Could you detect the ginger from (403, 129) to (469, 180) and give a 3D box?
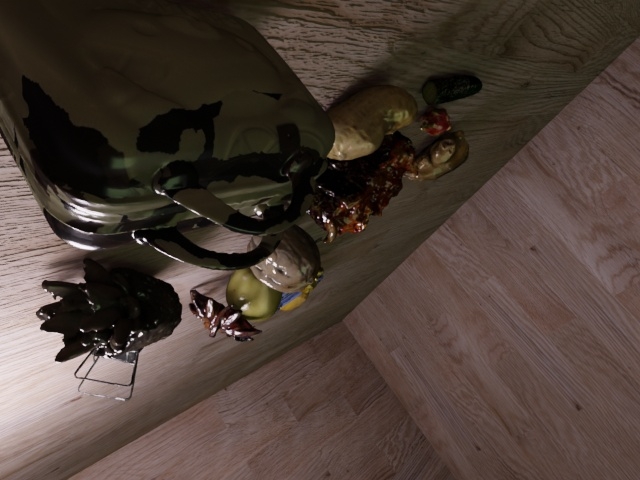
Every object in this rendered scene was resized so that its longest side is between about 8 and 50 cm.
[{"bbox_3d":[0.418,-0.287,1.555,0.270,0.123,0.219,-33,165,-11],"label":"ginger"}]

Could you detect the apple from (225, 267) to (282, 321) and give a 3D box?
[{"bbox_3d":[-0.215,0.169,1.397,0.200,0.200,0.200,-33,163,-12],"label":"apple"}]

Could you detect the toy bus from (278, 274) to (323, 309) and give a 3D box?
[{"bbox_3d":[-0.136,0.166,1.646,0.292,0.126,0.133,-34,163,-4],"label":"toy bus"}]

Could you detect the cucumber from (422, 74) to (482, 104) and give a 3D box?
[{"bbox_3d":[0.393,-0.436,1.225,0.293,0.068,0.068,-24,159,-38],"label":"cucumber"}]

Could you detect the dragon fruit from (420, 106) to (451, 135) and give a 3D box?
[{"bbox_3d":[0.344,-0.360,1.298,0.086,0.081,0.116,-36,167,34],"label":"dragon fruit"}]

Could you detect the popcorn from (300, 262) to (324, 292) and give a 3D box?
[{"bbox_3d":[-0.072,0.086,1.481,0.155,0.198,0.197,-39,163,2],"label":"popcorn"}]

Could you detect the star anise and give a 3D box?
[{"bbox_3d":[-0.313,0.261,1.327,0.103,0.271,0.272,-61,178,-33],"label":"star anise"}]

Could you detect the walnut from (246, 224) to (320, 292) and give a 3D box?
[{"bbox_3d":[-0.103,0.051,1.253,0.224,0.224,0.224,-33,163,-12],"label":"walnut"}]

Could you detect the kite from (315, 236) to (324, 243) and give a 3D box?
[{"bbox_3d":[0.003,-0.004,1.683,0.078,0.002,0.044,-20,156,-40],"label":"kite"}]

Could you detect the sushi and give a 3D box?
[{"bbox_3d":[0.089,-0.150,1.098,0.344,0.182,0.196,-53,146,2],"label":"sushi"}]

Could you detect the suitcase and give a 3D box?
[{"bbox_3d":[-0.145,-0.129,0.487,0.351,0.339,0.194,-17,155,-46],"label":"suitcase"}]

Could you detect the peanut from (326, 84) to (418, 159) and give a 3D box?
[{"bbox_3d":[0.104,-0.266,0.972,0.253,0.137,0.122,-37,165,-9],"label":"peanut"}]

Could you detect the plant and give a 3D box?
[{"bbox_3d":[-0.438,0.162,0.923,0.181,0.194,0.320,-43,165,7],"label":"plant"}]

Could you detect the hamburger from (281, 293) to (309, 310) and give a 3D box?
[{"bbox_3d":[-0.127,0.230,1.846,0.161,0.115,0.162,-31,161,-12],"label":"hamburger"}]

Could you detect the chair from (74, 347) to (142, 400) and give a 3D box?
[{"bbox_3d":[-0.575,0.315,1.217,0.145,0.221,0.140,17,141,-14],"label":"chair"}]
